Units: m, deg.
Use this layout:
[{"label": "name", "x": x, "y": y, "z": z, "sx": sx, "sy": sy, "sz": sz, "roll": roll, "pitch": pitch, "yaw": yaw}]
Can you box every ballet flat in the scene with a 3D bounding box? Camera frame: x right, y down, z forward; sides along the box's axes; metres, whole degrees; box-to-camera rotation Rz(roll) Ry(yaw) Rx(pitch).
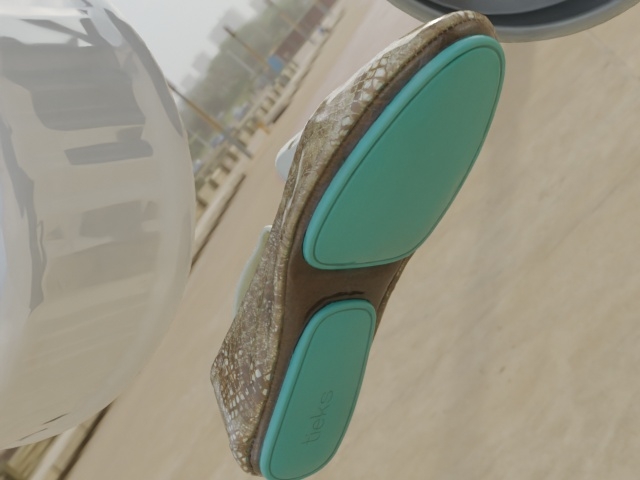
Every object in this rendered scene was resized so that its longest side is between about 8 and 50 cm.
[{"label": "ballet flat", "x": 0.000, "y": 0.000, "z": 0.370, "sx": 0.067, "sy": 0.073, "sz": 0.206, "roll": 47, "pitch": 124, "yaw": 40}]

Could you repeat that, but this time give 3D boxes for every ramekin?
[{"label": "ramekin", "x": -0.212, "y": -0.015, "z": 0.467, "sx": 0.277, "sy": 0.277, "sz": 0.135, "roll": -48, "pitch": -6, "yaw": 17}]

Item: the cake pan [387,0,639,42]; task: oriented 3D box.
[{"label": "cake pan", "x": 0.124, "y": -0.277, "z": 0.641, "sx": 0.293, "sy": 0.293, "sz": 0.054, "roll": -50, "pitch": 9, "yaw": 2}]
